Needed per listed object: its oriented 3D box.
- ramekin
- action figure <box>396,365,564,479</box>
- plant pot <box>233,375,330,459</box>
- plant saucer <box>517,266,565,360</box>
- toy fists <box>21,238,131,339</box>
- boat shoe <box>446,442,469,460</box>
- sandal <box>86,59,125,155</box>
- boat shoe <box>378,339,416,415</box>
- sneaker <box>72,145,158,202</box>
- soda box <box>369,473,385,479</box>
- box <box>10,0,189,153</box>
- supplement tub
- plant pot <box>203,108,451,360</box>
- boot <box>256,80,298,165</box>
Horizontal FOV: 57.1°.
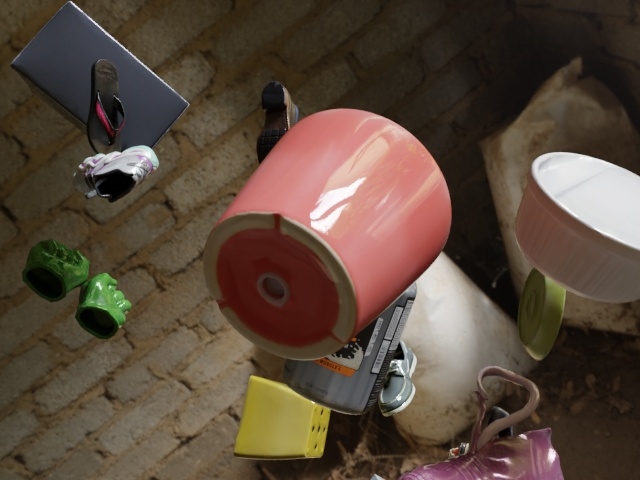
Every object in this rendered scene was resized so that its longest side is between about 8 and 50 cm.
[{"bbox_3d":[0.439,-0.018,0.940,0.272,0.273,0.127,-81,7,-53],"label":"ramekin"},{"bbox_3d":[0.235,0.381,0.908,0.370,0.275,0.248,-4,8,-36],"label":"action figure"},{"bbox_3d":[-0.088,0.500,1.610,0.187,0.212,0.212,4,73,21],"label":"plant pot"},{"bbox_3d":[0.497,0.151,1.345,0.037,0.241,0.241,11,42,5],"label":"plant saucer"},{"bbox_3d":[-0.569,0.107,1.398,0.096,0.279,0.142,-41,26,8],"label":"toy fists"},{"bbox_3d":[0.340,0.552,1.489,0.043,0.137,0.049,27,44,20],"label":"boat shoe"},{"bbox_3d":[-0.375,-0.229,1.041,0.040,0.179,0.067,6,10,29],"label":"sandal"},{"bbox_3d":[0.216,0.399,1.753,0.116,0.099,0.319,-26,12,23],"label":"boat shoe"},{"bbox_3d":[-0.206,-0.055,0.552,0.098,0.038,0.069,-17,29,23],"label":"sneaker"},{"bbox_3d":[0.180,0.679,1.354,0.098,0.091,0.286,-51,24,1],"label":"soda box"},{"bbox_3d":[-0.463,-0.312,1.274,0.182,0.296,0.294,-52,18,-7],"label":"box"},{"bbox_3d":[0.063,0.149,1.123,0.194,0.194,0.315,24,95,59],"label":"supplement tub"},{"bbox_3d":[0.000,0.000,0.736,0.275,0.274,0.243,-15,20,35],"label":"plant pot"},{"bbox_3d":[-0.085,-0.238,1.335,0.082,0.106,0.219,0,80,24],"label":"boot"}]
